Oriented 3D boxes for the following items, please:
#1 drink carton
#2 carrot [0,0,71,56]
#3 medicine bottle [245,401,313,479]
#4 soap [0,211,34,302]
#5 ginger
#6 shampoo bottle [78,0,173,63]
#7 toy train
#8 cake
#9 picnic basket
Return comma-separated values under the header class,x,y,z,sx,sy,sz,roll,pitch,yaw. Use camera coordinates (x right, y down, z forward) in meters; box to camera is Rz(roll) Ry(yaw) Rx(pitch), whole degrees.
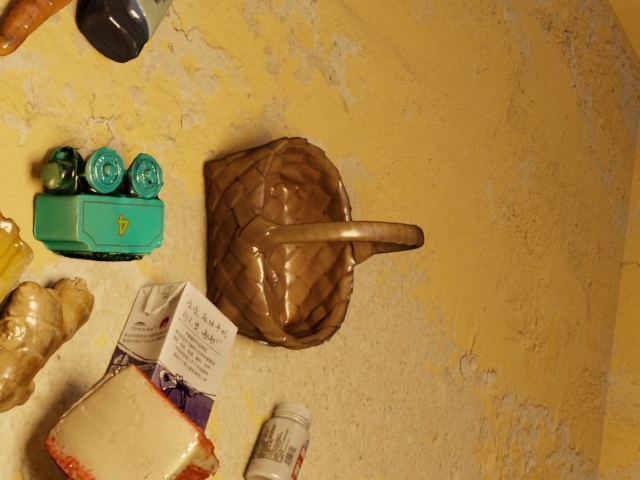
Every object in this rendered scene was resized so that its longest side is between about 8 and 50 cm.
class,x,y,z,sx,sy,sz,roll,pitch,yaw
drink carton,-0.215,0.183,1.618,0.134,0.102,0.222,47,48,-39
carrot,-0.374,-0.310,1.519,0.061,0.061,0.210,59,45,-31
medicine bottle,-0.062,0.333,1.834,0.079,0.079,0.140,53,44,-36
soap,-0.445,0.050,1.327,0.140,0.073,0.232,57,42,-31
ginger,-0.381,0.146,1.397,0.334,0.081,0.148,-57,171,-35
shampoo bottle,-0.254,-0.426,1.694,0.134,0.078,0.359,50,46,-34
toy train,-0.293,-0.049,1.548,0.198,0.107,0.154,7,86,-55
cake,-0.198,0.302,1.455,0.158,0.159,0.262,-45,133,-10
picnic basket,0.000,0.000,1.779,0.293,0.337,0.337,7,78,-55
